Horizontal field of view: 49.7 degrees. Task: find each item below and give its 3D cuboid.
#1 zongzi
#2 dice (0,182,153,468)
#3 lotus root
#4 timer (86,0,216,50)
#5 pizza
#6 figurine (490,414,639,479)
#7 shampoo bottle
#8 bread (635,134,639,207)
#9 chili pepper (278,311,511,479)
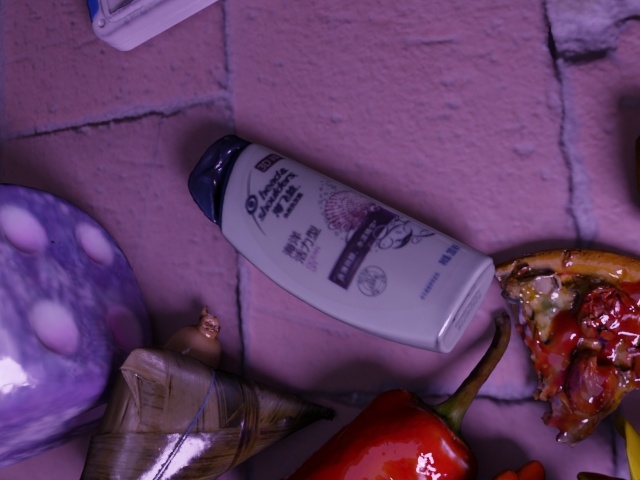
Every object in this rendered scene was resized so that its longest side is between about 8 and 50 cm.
[{"bbox_3d":[-0.127,0.246,0.736,0.242,0.112,0.221,22,79,-14],"label":"zongzi"},{"bbox_3d":[-0.385,0.111,0.812,0.270,0.271,0.270,-31,71,16],"label":"dice"},{"bbox_3d":[-0.161,0.152,0.827,0.073,0.062,0.150,31,96,23],"label":"lotus root"},{"bbox_3d":[-0.210,-0.382,0.918,0.253,0.078,0.178,-24,73,18],"label":"timer"},{"bbox_3d":[0.263,0.101,0.657,0.201,0.053,0.193,1,78,20],"label":"pizza"},{"bbox_3d":[0.208,0.287,0.591,0.421,0.154,0.193,-50,57,13],"label":"figurine"},{"bbox_3d":[0.000,0.000,0.759,0.359,0.078,0.134,28,80,27],"label":"shampoo bottle"},{"bbox_3d":[0.427,-0.068,0.609,0.270,0.077,0.139,-4,77,20],"label":"bread"},{"bbox_3d":[0.080,0.220,0.680,0.338,0.131,0.134,-41,71,12],"label":"chili pepper"}]
